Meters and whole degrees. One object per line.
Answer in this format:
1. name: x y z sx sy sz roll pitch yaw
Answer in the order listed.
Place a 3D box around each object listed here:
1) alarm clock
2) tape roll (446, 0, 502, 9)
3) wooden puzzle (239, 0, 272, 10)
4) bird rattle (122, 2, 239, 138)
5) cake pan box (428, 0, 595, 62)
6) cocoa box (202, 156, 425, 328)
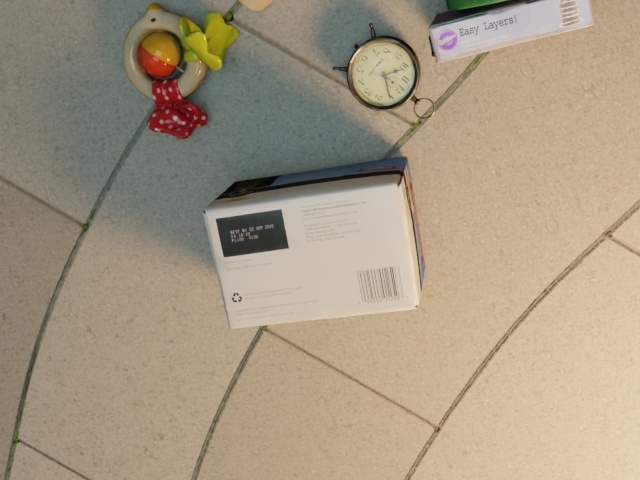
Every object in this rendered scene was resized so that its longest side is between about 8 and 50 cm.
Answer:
1. alarm clock: 0.128 -0.286 1.915 0.192 0.064 0.129 42 107 -1
2. tape roll: 0.352 -0.440 1.703 0.321 0.321 0.077 -12 104 12
3. wooden puzzle: -0.129 -0.626 1.854 0.348 0.080 0.322 45 107 -5
4. bird rattle: -0.268 -0.317 1.964 0.207 0.143 0.253 38 121 9
5. cake pan box: 0.307 -0.366 1.771 0.267 0.246 0.070 -12 103 11
6. cocoa box: 0.000 0.000 1.927 0.347 0.228 0.231 -8 104 11
